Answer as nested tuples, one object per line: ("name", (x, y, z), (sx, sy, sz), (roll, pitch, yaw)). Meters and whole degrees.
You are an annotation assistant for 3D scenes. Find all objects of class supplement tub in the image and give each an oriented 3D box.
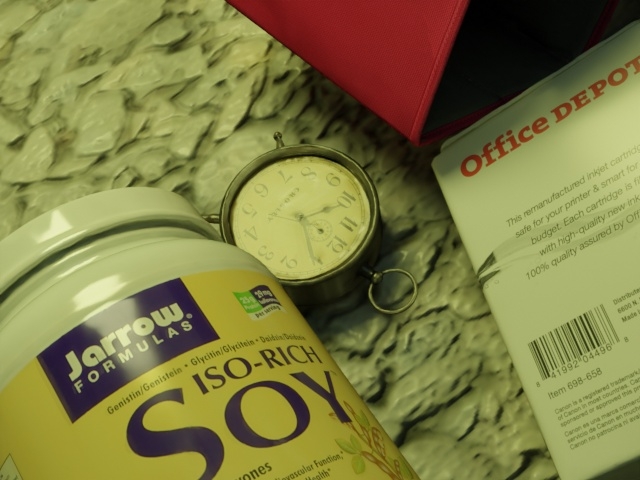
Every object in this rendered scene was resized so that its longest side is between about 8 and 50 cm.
("supplement tub", (-0.083, 0.151, 0.658), (0.241, 0.241, 0.331), (-33, 63, -9))

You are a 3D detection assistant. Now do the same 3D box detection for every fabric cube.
("fabric cube", (0.093, -0.272, 0.797), (0.258, 0.254, 0.259), (40, 43, 24))

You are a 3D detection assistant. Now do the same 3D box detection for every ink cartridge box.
("ink cartridge box", (0.223, 0.013, 0.715), (0.197, 0.114, 0.273), (-32, 59, 24))

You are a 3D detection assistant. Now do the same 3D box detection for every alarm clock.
("alarm clock", (0.000, 0.000, 0.825), (0.192, 0.064, 0.129), (36, 73, 26))
